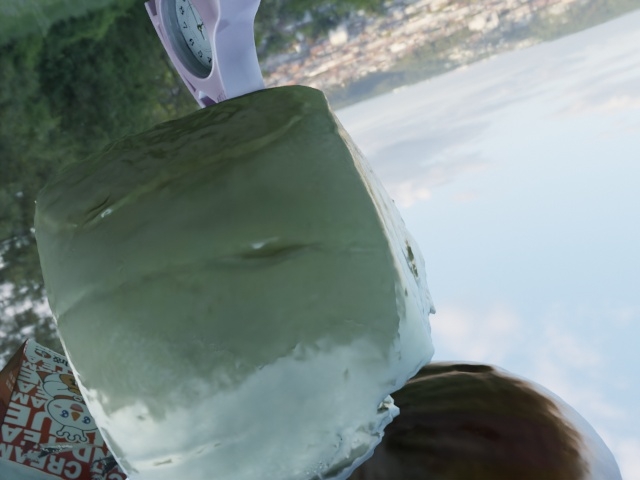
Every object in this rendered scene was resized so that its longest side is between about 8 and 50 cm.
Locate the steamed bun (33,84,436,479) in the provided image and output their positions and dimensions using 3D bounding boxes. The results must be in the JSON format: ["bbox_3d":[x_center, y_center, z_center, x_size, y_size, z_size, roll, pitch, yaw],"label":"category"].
[{"bbox_3d":[-0.052,0.045,0.491,0.290,0.273,0.272,-31,-144,-4],"label":"steamed bun"}]

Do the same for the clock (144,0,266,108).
[{"bbox_3d":[-0.162,-0.320,1.075,0.080,0.290,0.275,-33,-170,-27],"label":"clock"}]

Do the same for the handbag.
[{"bbox_3d":[-0.349,0.259,0.821,0.151,0.171,0.298,-57,-158,-2],"label":"handbag"}]

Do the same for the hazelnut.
[{"bbox_3d":[0.186,0.310,0.807,0.315,0.372,0.372,-47,180,24],"label":"hazelnut"}]
